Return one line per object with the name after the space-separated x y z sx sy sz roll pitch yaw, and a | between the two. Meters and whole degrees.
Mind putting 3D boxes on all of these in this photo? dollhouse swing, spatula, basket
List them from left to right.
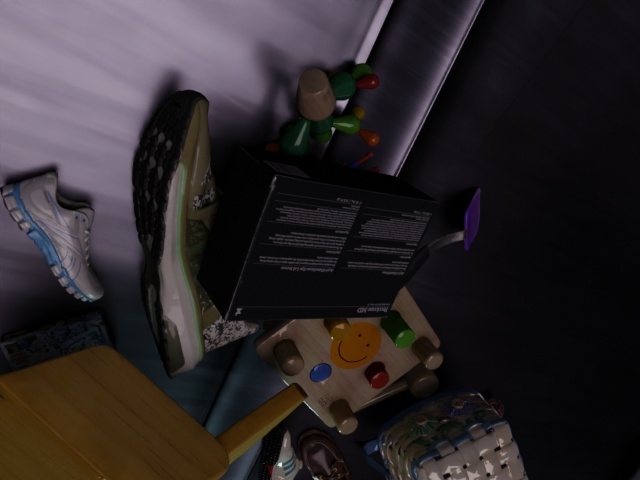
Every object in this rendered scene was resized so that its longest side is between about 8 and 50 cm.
-0.252 0.263 0.805 0.315 0.305 0.347 41 132 3 | dollhouse swing
0.190 0.010 0.890 0.296 0.030 0.084 -33 128 -35 | spatula
0.230 0.386 1.037 0.254 0.289 0.201 -20 88 -14 | basket

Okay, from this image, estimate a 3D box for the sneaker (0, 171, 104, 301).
-0.323 -0.003 0.725 0.082 0.071 0.191 -30 123 -13 | sneaker

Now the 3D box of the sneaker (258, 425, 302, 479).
-0.069 0.409 1.055 0.075 0.057 0.161 -7 118 -38 | sneaker

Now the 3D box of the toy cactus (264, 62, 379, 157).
0.001 -0.156 0.726 0.219 0.180 0.112 -41 79 -4 | toy cactus

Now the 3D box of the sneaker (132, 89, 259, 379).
-0.149 -0.006 0.766 0.182 0.158 0.411 -11 126 -29 | sneaker

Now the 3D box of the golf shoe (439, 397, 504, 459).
0.334 0.419 1.221 0.186 0.067 0.086 -51 149 7 | golf shoe

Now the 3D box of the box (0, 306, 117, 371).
-0.375 0.159 0.809 0.137 0.027 0.094 -16 119 -14 | box

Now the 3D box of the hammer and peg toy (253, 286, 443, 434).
0.076 0.215 0.963 0.266 0.127 0.361 -36 123 -2 | hammer and peg toy

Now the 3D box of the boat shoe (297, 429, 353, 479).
0.021 0.457 1.099 0.073 0.073 0.207 -30 122 -2 | boat shoe

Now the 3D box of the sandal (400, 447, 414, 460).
0.204 0.495 1.219 0.067 0.040 0.179 -16 106 -21 | sandal

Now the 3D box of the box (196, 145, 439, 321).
0.000 0.000 0.709 0.261 0.103 0.184 5 113 -38 | box

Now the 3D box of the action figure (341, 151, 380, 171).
0.030 -0.086 0.775 0.115 0.030 0.038 -31 102 -18 | action figure
